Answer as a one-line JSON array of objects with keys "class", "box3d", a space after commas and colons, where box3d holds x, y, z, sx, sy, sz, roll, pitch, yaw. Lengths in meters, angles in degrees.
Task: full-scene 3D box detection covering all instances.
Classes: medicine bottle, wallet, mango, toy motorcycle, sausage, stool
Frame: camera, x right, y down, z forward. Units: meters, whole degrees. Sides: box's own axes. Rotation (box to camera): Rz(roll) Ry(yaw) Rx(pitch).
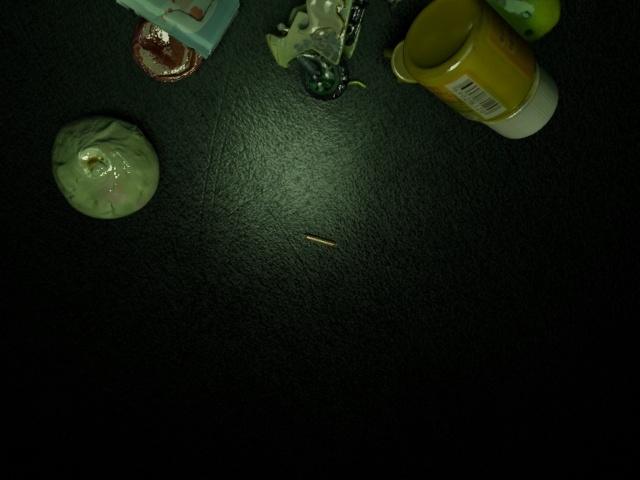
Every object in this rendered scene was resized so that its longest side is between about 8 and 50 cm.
[{"class": "medicine bottle", "box3d": [0.390, -0.400, 1.519, 0.384, 0.224, 0.224, 22, 110, -40]}, {"class": "wallet", "box3d": [-0.336, -0.574, 1.537, 0.250, 0.075, 0.176, 31, 82, -13]}, {"class": "mango", "box3d": [0.442, -0.588, 1.565, 0.293, 0.143, 0.175, 24, 106, -1]}, {"class": "toy motorcycle", "box3d": [0.006, -0.546, 1.518, 0.237, 0.169, 0.410, 26, 120, 8]}, {"class": "sausage", "box3d": [0.000, 0.000, 1.820, 0.100, 0.015, 0.015, 16, 108, -9]}, {"class": "stool", "box3d": [0.225, -0.458, 1.614, 0.134, 0.110, 0.135, 14, 110, -7]}]

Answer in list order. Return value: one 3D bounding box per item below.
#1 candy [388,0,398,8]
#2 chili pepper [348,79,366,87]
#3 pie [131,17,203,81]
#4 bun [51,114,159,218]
[{"class": "candy", "box3d": [0.199, -0.678, 1.519, 0.185, 0.137, 0.195, -29, 111, 8]}, {"class": "chili pepper", "box3d": [0.079, -0.405, 1.676, 0.083, 0.017, 0.030, -13, 119, 4]}, {"class": "pie", "box3d": [-0.381, -0.487, 1.604, 0.182, 0.049, 0.182, -1, 105, -5]}, {"class": "bun", "box3d": [-0.558, -0.176, 1.642, 0.283, 0.179, 0.283, -1, 113, -3]}]
